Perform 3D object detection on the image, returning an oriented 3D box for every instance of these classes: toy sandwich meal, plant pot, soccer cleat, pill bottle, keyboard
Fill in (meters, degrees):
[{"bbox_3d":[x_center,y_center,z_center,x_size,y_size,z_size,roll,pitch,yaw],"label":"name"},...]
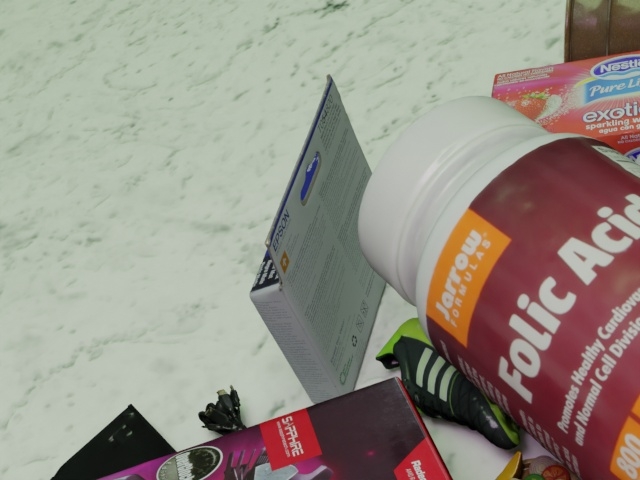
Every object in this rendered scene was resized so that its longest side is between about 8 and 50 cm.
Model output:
[{"bbox_3d":[0.169,0.206,1.035,0.086,0.029,0.085,-14,42,13],"label":"toy sandwich meal"},{"bbox_3d":[0.341,-0.213,1.299,0.165,0.167,0.167,3,48,19],"label":"plant pot"},{"bbox_3d":[0.112,0.135,1.124,0.072,0.060,0.179,-44,40,3],"label":"soccer cleat"},{"bbox_3d":[0.217,0.052,1.000,0.224,0.224,0.392,-37,48,-13],"label":"pill bottle"},{"bbox_3d":[-0.106,0.243,1.132,0.201,0.033,0.317,-42,44,-11],"label":"keyboard"}]

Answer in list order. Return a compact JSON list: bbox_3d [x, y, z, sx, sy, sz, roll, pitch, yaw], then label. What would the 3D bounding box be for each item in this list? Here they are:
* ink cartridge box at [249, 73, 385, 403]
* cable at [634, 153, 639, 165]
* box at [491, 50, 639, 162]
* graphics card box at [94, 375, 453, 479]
[{"bbox_3d":[0.000,0.000,1.186,0.045,0.224,0.223,-2,46,24],"label":"ink cartridge box"},{"bbox_3d":[0.404,-0.087,1.052,0.257,0.257,0.089,1,41,-13],"label":"cable"},{"bbox_3d":[0.298,-0.095,1.212,0.257,0.128,0.122,-7,44,20],"label":"box"},{"bbox_3d":[-0.073,0.245,0.962,0.371,0.094,0.233,-19,24,-2],"label":"graphics card box"}]
